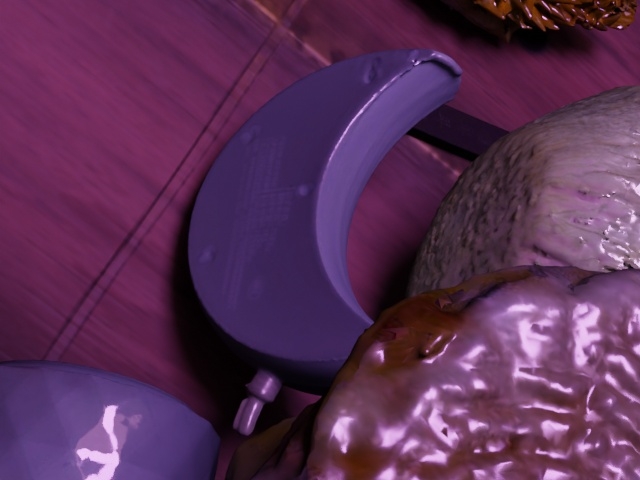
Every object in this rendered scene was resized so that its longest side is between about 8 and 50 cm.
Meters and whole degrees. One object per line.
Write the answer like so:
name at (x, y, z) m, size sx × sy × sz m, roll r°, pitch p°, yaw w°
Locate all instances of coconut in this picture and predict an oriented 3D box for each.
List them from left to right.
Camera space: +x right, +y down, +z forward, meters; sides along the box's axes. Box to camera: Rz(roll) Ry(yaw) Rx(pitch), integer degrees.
coconut at (0.218, 0.066, 0.815) m, size 0.329 × 0.281 × 0.328 m, roll 0°, pitch 90°, yaw -20°

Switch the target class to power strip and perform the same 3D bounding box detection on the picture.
power strip at (0.000, 0.000, 0.784) m, size 0.054 × 0.168 × 0.253 m, roll 51°, pitch 41°, yaw -48°

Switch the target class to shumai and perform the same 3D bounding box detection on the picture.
shumai at (0.065, 0.185, 0.617) m, size 0.309 × 0.263 × 0.304 m, roll -9°, pitch 78°, yaw -26°

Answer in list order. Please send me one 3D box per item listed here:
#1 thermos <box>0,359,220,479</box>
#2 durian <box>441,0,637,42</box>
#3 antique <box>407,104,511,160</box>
thermos at (-0.155, 0.203, 0.616) m, size 0.182 × 0.145 × 0.286 m, roll 29°, pitch 58°, yaw -31°
durian at (0.121, -0.263, 0.986) m, size 0.172 × 0.166 × 0.306 m, roll -44°, pitch 92°, yaw -5°
antique at (0.093, -0.082, 0.960) m, size 0.192 × 0.015 × 0.031 m, roll 19°, pitch 63°, yaw -24°
